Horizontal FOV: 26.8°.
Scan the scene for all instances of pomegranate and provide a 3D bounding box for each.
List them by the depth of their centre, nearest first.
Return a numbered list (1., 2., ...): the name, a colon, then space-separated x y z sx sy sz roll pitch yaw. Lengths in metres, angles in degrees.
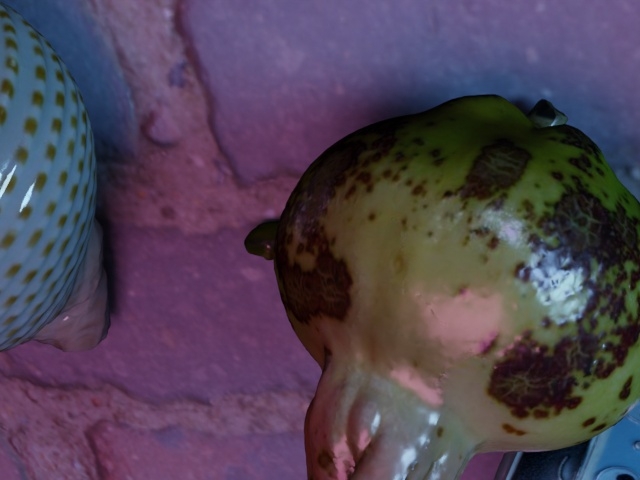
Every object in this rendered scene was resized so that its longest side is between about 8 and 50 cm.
1. pomegranate: 0.065 0.043 0.754 0.222 0.276 0.204 18 132 36

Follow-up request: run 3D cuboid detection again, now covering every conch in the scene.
1. conch: -0.286 -0.019 0.922 0.303 0.215 0.319 3 122 36

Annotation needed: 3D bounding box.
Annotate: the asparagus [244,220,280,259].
1. asparagus: 0.000 0.000 0.915 0.108 0.021 0.025 -1 125 25

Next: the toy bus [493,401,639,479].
1. toy bus: 0.187 0.229 0.912 0.164 0.133 0.271 14 129 22
